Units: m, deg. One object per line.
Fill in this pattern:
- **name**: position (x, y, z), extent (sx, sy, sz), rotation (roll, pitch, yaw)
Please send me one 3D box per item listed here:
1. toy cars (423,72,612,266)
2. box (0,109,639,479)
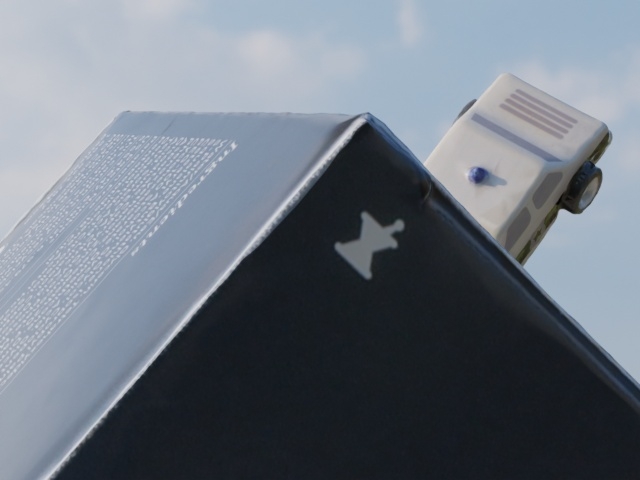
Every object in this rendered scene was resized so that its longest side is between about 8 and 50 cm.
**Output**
- **toy cars**: position (0.000, 0.000, 1.239), extent (0.394, 0.176, 0.087), rotation (-16, -26, 2)
- **box**: position (-0.009, 0.115, 0.858), extent (0.293, 0.212, 0.395), rotation (44, -10, -15)
